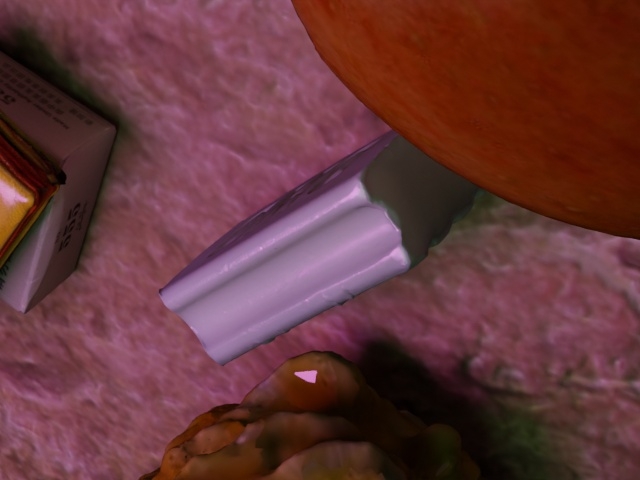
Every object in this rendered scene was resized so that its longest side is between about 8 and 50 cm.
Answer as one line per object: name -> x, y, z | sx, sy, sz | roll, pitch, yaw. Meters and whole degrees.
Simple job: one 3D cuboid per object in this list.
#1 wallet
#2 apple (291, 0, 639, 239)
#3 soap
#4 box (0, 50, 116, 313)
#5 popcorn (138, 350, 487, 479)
wallet -> -0.279, -0.015, 1.004 | 0.141, 0.067, 0.241 | 46, 129, 4
apple -> 0.146, -0.159, 0.545 | 0.340, 0.339, 0.339 | 16, 126, 24
soap -> 0.000, 0.000, 0.884 | 0.198, 0.119, 0.066 | -30, 98, 41
box -> -0.285, -0.081, 1.049 | 0.259, 0.071, 0.168 | 32, 132, 10
popcorn -> -0.034, 0.229, 0.968 | 0.321, 0.325, 0.290 | -11, 116, -11
